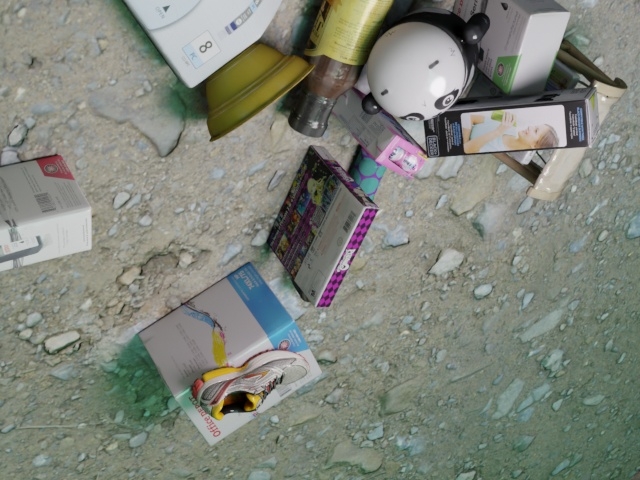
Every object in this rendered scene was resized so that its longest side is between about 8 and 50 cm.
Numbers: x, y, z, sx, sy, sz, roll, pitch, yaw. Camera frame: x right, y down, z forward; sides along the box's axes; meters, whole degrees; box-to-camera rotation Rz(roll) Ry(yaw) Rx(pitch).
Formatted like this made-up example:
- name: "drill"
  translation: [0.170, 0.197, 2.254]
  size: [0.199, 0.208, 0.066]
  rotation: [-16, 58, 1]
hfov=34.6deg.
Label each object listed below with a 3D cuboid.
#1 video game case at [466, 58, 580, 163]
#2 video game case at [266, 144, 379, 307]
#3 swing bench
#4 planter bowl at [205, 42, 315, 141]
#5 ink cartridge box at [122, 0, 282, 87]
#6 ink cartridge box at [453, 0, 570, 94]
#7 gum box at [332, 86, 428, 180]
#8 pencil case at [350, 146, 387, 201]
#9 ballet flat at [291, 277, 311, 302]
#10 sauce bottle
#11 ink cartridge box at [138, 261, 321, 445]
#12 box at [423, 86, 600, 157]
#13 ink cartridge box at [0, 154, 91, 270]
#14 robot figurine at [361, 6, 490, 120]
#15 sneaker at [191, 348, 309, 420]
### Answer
- name: "video game case"
  translation: [0.380, -0.283, 1.979]
  size: [0.023, 0.212, 0.193]
  rotation: [7, 122, -38]
- name: "video game case"
  translation: [-0.002, -0.027, 1.937]
  size: [0.042, 0.210, 0.232]
  rotation: [3, 124, -38]
- name: "swing bench"
  translation: [0.455, -0.246, 2.035]
  size: [0.165, 0.254, 0.253]
  rotation: [6, 123, -39]
- name: "planter bowl"
  translation: [-0.122, -0.262, 1.694]
  size: [0.217, 0.217, 0.090]
  rotation: [-37, 102, -2]
- name: "ink cartridge box"
  translation: [-0.130, -0.455, 1.550]
  size: [0.385, 0.091, 0.308]
  rotation: [-36, 139, -2]
- name: "ink cartridge box"
  translation: [0.331, -0.385, 1.850]
  size: [0.093, 0.219, 0.160]
  rotation: [-9, 130, -26]
- name: "gum box"
  translation: [0.110, -0.196, 1.880]
  size: [0.107, 0.188, 0.062]
  rotation: [24, 112, -45]
- name: "pencil case"
  translation: [0.092, -0.115, 2.035]
  size: [0.070, 0.064, 0.151]
  rotation: [6, 124, -20]
- name: "ballet flat"
  translation: [0.000, 0.000, 2.044]
  size: [0.095, 0.096, 0.280]
  rotation: [-11, 134, -44]
- name: "sauce bottle"
  translation: [0.034, -0.337, 1.757]
  size: [0.111, 0.111, 0.344]
  rotation: [2, 124, -37]
- name: "ink cartridge box"
  translation: [-0.179, 0.226, 2.043]
  size: [0.270, 0.197, 0.198]
  rotation: [-33, 138, -8]
- name: "box"
  translation: [0.345, -0.212, 1.843]
  size: [0.169, 0.290, 0.087]
  rotation: [-35, 121, -64]
- name: "ink cartridge box"
  translation: [-0.487, -0.038, 1.612]
  size: [0.218, 0.158, 0.092]
  rotation: [-14, 134, -26]
- name: "robot figurine"
  translation: [0.181, -0.305, 1.778]
  size: [0.278, 0.174, 0.209]
  rotation: [-51, 157, -63]
- name: "sneaker"
  translation: [-0.120, 0.276, 1.909]
  size: [0.225, 0.092, 0.088]
  rotation: [-18, 133, -22]
